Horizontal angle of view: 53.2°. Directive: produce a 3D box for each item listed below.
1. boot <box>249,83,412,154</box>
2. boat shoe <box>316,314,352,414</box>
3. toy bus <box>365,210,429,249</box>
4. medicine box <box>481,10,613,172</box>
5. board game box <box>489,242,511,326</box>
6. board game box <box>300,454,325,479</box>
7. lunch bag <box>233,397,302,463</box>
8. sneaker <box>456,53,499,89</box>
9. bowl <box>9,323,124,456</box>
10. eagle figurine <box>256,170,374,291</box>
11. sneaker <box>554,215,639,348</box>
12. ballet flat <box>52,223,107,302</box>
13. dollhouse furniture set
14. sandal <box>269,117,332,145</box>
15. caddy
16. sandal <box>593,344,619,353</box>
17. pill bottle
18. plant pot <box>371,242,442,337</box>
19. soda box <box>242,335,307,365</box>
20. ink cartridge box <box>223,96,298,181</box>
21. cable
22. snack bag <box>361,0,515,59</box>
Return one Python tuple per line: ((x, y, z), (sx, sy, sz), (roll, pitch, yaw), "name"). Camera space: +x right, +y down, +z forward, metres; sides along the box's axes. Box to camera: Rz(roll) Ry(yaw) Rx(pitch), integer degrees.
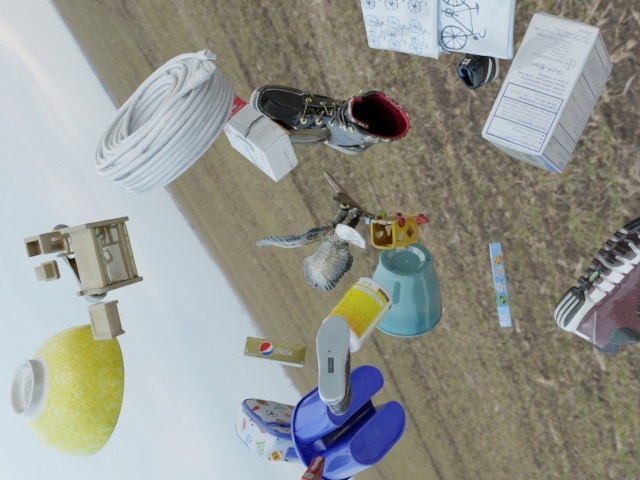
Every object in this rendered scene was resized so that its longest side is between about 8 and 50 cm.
((0.028, -0.329, 1.669), (0.377, 0.138, 0.284), (20, 174, -25), "boot")
((0.028, 0.241, 1.235), (0.083, 0.065, 0.184), (71, -161, -51), "boat shoe")
((0.242, -0.027, 1.925), (0.191, 0.202, 0.105), (-92, 0, -82), "toy bus")
((0.524, -0.325, 1.464), (0.149, 0.290, 0.263), (28, -169, 29), "medicine box")
((0.551, 0.137, 1.955), (0.160, 0.039, 0.212), (58, -151, -56), "board game box")
((-0.039, 0.667, 1.501), (0.027, 0.282, 0.145), (11, -175, 14), "board game box")
((-0.082, 0.559, 1.848), (0.303, 0.115, 0.243), (18, -179, -36), "lunch bag")
((0.396, -0.491, 1.631), (0.079, 0.121, 0.217), (16, 134, 45), "sneaker")
((-0.561, 0.314, 1.364), (0.156, 0.290, 0.289), (15, -154, -45), "bowl")
((0.003, -0.001, 1.765), (0.226, 0.298, 0.225), (51, -166, 19), "eagle figurine")
((0.591, 0.089, 1.206), (0.162, 0.281, 0.106), (35, -161, -9), "sneaker")
((-0.576, 0.050, 1.547), (0.068, 0.072, 0.213), (-21, 96, 50), "ballet flat")
((-0.382, 0.065, 1.058), (0.101, 0.160, 0.182), (-19, -81, -59), "dollhouse furniture set")
((-0.086, -0.238, 1.400), (0.090, 0.219, 0.060), (-73, -22, -64), "sandal")
((0.068, 0.488, 1.706), (0.179, 0.341, 0.241), (-35, 83, 37), "caddy")
((0.812, 0.239, 1.853), (0.097, 0.054, 0.255), (-4, 124, 45), "sandal")
((0.085, 0.206, 1.656), (0.117, 0.215, 0.117), (31, 151, 20), "pill bottle")
((0.298, 0.155, 2.243), (0.272, 0.271, 0.255), (49, 154, 43), "plant pot")
((-0.134, 0.327, 1.876), (0.061, 0.181, 0.058), (120, 159, -70), "soda box")
((-0.113, -0.182, 1.153), (0.135, 0.056, 0.099), (40, 166, 28), "ink cartridge box")
((-0.256, -0.192, 1.037), (0.089, 0.257, 0.257), (41, 175, -34), "cable")
((0.233, -0.499, 1.291), (0.342, 0.037, 0.323), (16, 151, 21), "snack bag")
